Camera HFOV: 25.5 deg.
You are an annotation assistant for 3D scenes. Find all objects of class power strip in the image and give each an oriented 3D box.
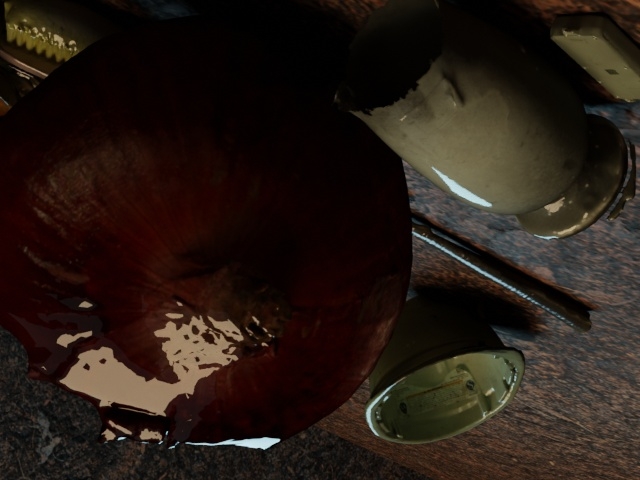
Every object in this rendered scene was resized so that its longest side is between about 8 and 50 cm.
[{"bbox_3d":[0.181,-0.114,0.884,0.090,0.016,0.040,33,164,-38],"label":"power strip"}]

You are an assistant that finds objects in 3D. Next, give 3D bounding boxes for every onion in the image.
[{"bbox_3d":[-0.085,-0.013,1.085,0.341,0.341,0.341,21,167,5],"label":"onion"}]

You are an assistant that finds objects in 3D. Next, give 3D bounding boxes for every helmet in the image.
[{"bbox_3d":[0.138,0.136,1.726,0.204,0.137,0.257,-13,152,-9],"label":"helmet"}]

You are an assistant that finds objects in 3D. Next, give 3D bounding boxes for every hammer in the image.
[{"bbox_3d":[0.167,0.027,1.468,0.297,0.027,0.125,26,166,-21],"label":"hammer"}]

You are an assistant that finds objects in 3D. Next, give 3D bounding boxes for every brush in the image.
[{"bbox_3d":[-0.130,-0.137,1.202,0.313,0.072,0.067,23,154,-8],"label":"brush"}]

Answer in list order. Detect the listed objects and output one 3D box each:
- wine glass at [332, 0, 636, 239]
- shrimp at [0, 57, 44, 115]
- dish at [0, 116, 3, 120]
[{"bbox_3d":[0.110,-0.079,0.929,0.204,0.111,0.111,27,167,-37],"label":"wine glass"},{"bbox_3d":[-0.296,-0.157,1.261,0.152,0.063,0.287,50,180,32],"label":"shrimp"},{"bbox_3d":[-0.295,-0.051,1.428,0.324,0.124,0.324,41,-171,-8],"label":"dish"}]
